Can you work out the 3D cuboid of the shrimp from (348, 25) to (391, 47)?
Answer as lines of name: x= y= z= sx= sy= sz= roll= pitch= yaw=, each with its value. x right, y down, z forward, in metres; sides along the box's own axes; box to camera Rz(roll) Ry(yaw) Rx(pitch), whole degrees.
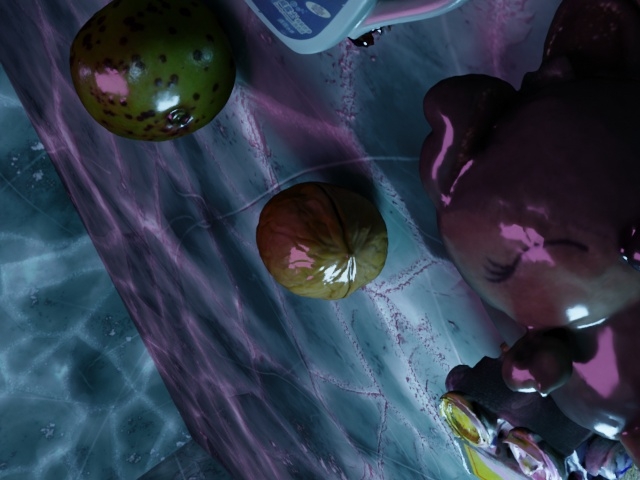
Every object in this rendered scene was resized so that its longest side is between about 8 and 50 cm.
shrimp: x=-0.035 y=-0.327 z=1.070 sx=0.222 sy=0.054 sz=0.290 roll=5 pitch=133 yaw=42

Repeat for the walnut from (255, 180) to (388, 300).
walnut: x=0.000 y=0.000 z=1.360 sx=0.207 sy=0.167 sz=0.167 roll=21 pitch=139 yaw=64

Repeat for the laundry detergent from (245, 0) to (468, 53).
laundry detergent: x=0.044 y=-0.286 z=0.913 sx=0.280 sy=0.105 sz=0.215 roll=-11 pitch=128 yaw=40

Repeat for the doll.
doll: x=0.192 y=0.002 z=0.868 sx=0.378 sy=0.252 sz=0.382 roll=-2 pitch=114 yaw=65

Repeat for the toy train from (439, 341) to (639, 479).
toy train: x=0.257 y=0.236 z=1.199 sx=0.261 sy=0.134 sz=0.177 roll=26 pitch=144 yaw=52

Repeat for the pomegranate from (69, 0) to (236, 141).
pomegranate: x=-0.262 y=-0.262 z=1.456 sx=0.286 sy=0.231 sz=0.231 roll=35 pitch=150 yaw=40

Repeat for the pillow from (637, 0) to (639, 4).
pillow: x=0.282 y=-0.196 z=0.676 sx=0.135 sy=0.034 sz=0.211 roll=57 pitch=157 yaw=-1
